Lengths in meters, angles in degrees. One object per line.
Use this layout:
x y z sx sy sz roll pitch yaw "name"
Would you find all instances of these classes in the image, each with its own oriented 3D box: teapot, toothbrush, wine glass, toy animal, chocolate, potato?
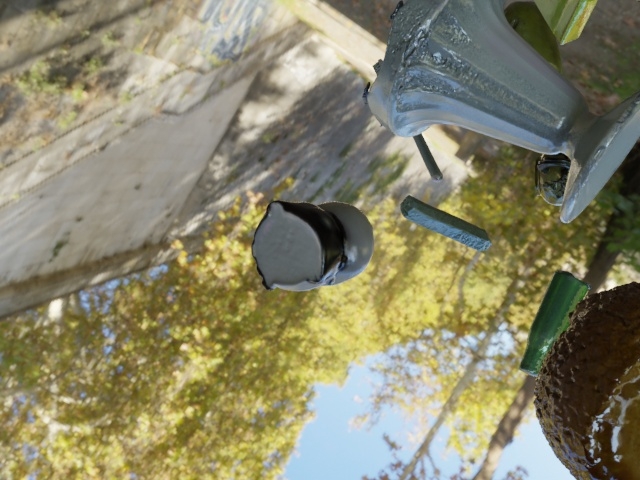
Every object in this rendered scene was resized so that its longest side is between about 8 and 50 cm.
0.715 -0.191 1.989 0.182 0.173 0.269 2 168 27 "teapot"
0.198 -0.278 1.576 0.025 0.030 0.343 14 -133 -57 "toothbrush"
0.160 -0.121 0.573 0.196 0.165 0.165 36 -169 20 "wine glass"
-0.001 0.008 1.313 0.187 0.165 0.235 -9 176 34 "toy animal"
0.623 0.230 1.877 0.110 0.291 0.110 28 171 5 "chocolate"
0.506 -0.476 1.701 0.197 0.148 0.229 -14 -90 -65 "potato"

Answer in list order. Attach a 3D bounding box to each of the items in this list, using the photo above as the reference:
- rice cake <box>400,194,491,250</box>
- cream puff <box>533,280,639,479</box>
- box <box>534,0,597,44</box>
0.259 -0.031 1.405 0.245 0.042 0.045 21 -143 -35 "rice cake"
0.429 0.201 0.965 0.303 0.303 0.212 30 -179 -22 "cream puff"
0.404 -0.548 1.280 0.187 0.047 0.335 72 175 -75 "box"
